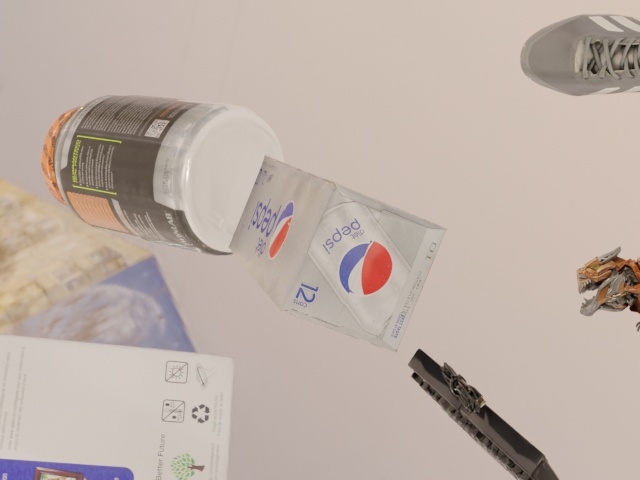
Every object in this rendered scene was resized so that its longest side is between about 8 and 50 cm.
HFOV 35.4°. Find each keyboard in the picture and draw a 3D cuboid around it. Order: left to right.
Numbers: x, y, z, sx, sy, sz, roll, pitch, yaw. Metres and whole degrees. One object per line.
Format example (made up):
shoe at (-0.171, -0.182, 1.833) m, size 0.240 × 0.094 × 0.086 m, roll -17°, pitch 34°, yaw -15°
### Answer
keyboard at (0.116, 0.134, 0.723) m, size 0.108 × 0.023 × 0.180 m, roll 54°, pitch -8°, yaw -26°

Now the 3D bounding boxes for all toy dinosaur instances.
toy dinosaur at (0.465, 0.078, 1.150) m, size 0.164 × 0.322 × 0.218 m, roll 30°, pitch 57°, yaw -57°

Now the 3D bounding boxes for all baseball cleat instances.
baseball cleat at (0.263, -0.155, 0.813) m, size 0.109 × 0.205 × 0.072 m, roll -9°, pitch 101°, yaw -73°

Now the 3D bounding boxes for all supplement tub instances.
supplement tub at (-0.219, -0.095, 1.336) m, size 0.316 × 0.193 × 0.194 m, roll 12°, pitch -50°, yaw 39°

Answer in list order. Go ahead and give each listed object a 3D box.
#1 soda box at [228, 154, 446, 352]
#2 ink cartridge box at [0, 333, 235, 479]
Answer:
soda box at (0.000, 0.000, 0.807) m, size 0.091 × 0.098 × 0.286 m, roll 21°, pitch 3°, yaw -15°
ink cartridge box at (-0.233, 0.154, 0.734) m, size 0.065 × 0.332 × 0.165 m, roll 134°, pitch -38°, yaw -66°
